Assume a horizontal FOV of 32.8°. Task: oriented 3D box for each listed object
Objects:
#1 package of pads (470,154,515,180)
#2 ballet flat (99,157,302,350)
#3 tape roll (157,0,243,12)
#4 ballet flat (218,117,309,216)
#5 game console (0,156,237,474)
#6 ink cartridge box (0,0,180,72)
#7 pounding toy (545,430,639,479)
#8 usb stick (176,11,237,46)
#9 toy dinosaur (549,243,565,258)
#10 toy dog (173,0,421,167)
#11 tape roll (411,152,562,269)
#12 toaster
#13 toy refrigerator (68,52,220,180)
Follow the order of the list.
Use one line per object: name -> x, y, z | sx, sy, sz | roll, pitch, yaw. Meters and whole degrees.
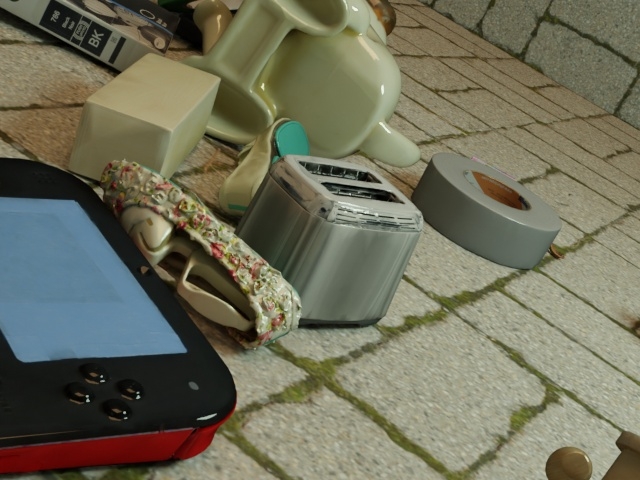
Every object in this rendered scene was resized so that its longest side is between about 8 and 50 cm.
package of pads -> 0.278, -0.100, 1.819 | 0.083, 0.050, 0.032 | 29, 27, 5
ballet flat -> -0.122, 0.014, 1.016 | 0.241, 0.091, 0.077 | 36, 43, 5
tape roll -> -0.125, -0.452, 1.889 | 0.321, 0.077, 0.321 | -4, 7, 0
ballet flat -> -0.074, -0.090, 1.350 | 0.086, 0.086, 0.248 | 26, 24, -2
game console -> -0.276, 0.036, 0.848 | 0.342, 0.060, 0.386 | 7, 28, -42
ink cartridge box -> -0.369, -0.351, 1.560 | 0.333, 0.065, 0.165 | 26, 28, -14
pounding toy -> 0.296, 0.274, 0.962 | 0.269, 0.155, 0.154 | 38, -7, 2
usb stick -> -0.165, -0.377, 1.940 | 0.077, 0.045, 0.278 | 36, 23, 13
toy dinosaur -> 0.350, -0.009, 1.741 | 0.090, 0.047, 0.082 | 61, 13, -3
toy dog -> 0.001, -0.289, 1.622 | 0.395, 0.284, 0.408 | 26, 19, -4
tape roll -> 0.248, -0.046, 1.634 | 0.219, 0.072, 0.219 | 24, 22, -10
toaster -> 0.000, 0.000, 1.132 | 0.227, 0.146, 0.129 | 6, 29, -43
toy refrigerator -> -0.203, -0.140, 1.293 | 0.102, 0.094, 0.269 | 19, 21, -2
